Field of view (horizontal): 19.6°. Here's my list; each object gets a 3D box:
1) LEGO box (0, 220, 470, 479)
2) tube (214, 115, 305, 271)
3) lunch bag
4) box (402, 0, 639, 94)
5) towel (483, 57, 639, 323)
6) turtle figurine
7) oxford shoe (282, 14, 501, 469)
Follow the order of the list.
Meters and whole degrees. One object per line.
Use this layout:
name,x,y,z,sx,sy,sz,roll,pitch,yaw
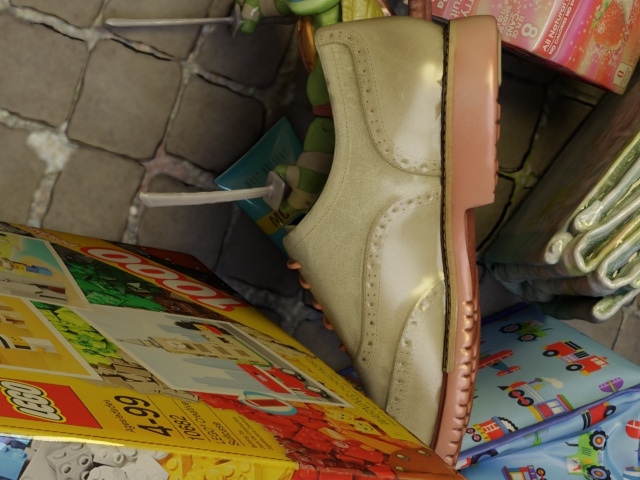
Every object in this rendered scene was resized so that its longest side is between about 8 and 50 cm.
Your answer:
LEGO box,-0.187,0.137,1.245,0.372,0.500,0.193,10,101,-28
tube,0.000,0.000,1.552,0.080,0.052,0.207,-45,112,-18
lunch bag,0.104,0.161,1.544,0.293,0.221,0.138,-7,108,-23
box,0.211,-0.289,1.480,0.154,0.142,0.300,17,98,-51
towel,0.273,-0.078,1.480,0.090,0.374,0.320,40,88,-3
turtle figurine,-0.017,-0.101,1.443,0.274,0.198,0.266,-45,134,-4
oxford shoe,0.046,0.031,1.337,0.147,0.140,0.397,4,100,3
